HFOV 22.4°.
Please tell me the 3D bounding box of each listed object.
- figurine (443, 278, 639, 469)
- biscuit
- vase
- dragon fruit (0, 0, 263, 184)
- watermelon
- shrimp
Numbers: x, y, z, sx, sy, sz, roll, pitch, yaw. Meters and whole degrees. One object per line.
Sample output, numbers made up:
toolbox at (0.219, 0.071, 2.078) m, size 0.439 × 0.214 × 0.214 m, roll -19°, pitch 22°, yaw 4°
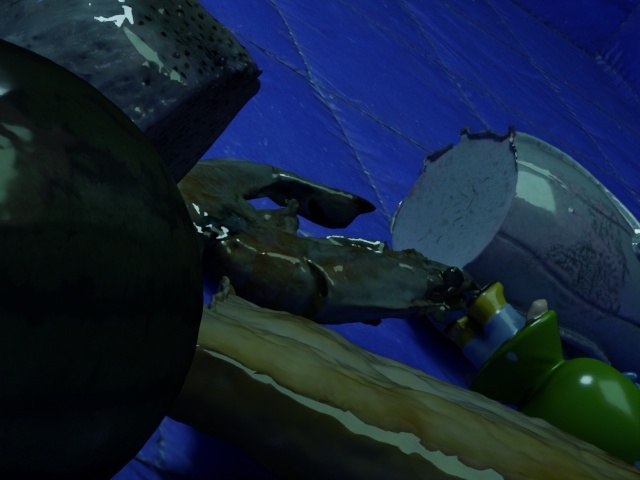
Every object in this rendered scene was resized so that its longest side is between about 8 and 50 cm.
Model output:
figurine at (0.232, 0.162, 1.585) m, size 0.263 × 0.162 × 0.143 m, roll 47°, pitch 26°, yaw 13°
biscuit at (0.075, 0.153, 1.201) m, size 0.446 × 0.104 × 0.429 m, roll 24°, pitch 0°, yaw -7°
vase at (0.293, 0.071, 1.823) m, size 0.445 × 0.250 × 0.250 m, roll 35°, pitch 19°, yaw -30°
dragon fruit at (-0.201, -0.136, 1.345) m, size 0.204 × 0.221 × 0.283 m, roll 49°, pitch 22°, yaw 5°
watermelon at (-0.221, 0.023, 0.842) m, size 0.359 × 0.279 × 0.279 m, roll 6°, pitch 38°, yaw -54°
shrimp at (0.000, 0.000, 1.574) m, size 0.360 × 0.085 × 0.247 m, roll 15°, pitch 29°, yaw -24°
